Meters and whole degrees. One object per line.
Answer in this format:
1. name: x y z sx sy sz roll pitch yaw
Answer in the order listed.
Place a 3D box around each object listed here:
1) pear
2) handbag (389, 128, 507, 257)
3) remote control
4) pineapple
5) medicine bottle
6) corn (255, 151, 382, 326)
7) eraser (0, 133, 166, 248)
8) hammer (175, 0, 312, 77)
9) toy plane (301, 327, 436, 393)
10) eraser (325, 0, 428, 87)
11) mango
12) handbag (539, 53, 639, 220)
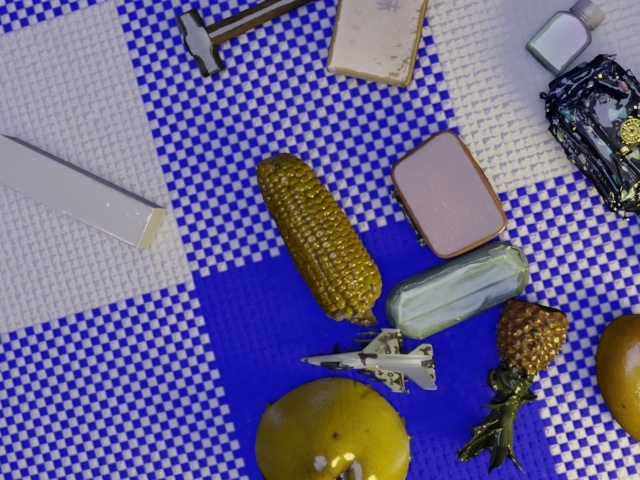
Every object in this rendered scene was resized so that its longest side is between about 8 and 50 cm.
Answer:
1. pear: 0.014 0.343 1.653 0.266 0.178 0.267 0 87 6
2. handbag: 0.202 -0.069 1.672 0.151 0.072 0.193 -32 89 6
3. remote control: 0.222 0.082 1.683 0.247 0.052 0.104 -25 93 5
4. pineapple: 0.305 0.233 1.634 0.119 0.130 0.277 17 94 2
5. medicine bottle: 0.393 -0.329 1.649 0.074 0.055 0.118 44 97 5
6. corn: 0.000 0.000 1.673 0.119 0.119 0.322 -31 88 6
7. eraser: -0.414 -0.082 1.739 0.298 0.078 0.076 25 94 6
8. hammer: -0.055 -0.391 1.705 0.365 0.043 0.111 -24 99 4
9. toy plane: 0.088 0.190 1.681 0.234 0.082 0.160 10 136 22
10. eraser: 0.109 -0.424 1.640 0.144 0.078 0.343 11 104 4
11. mango: 0.509 0.225 1.632 0.136 0.099 0.228 -18 98 0
12. handbag: 0.465 -0.162 1.618 0.162 0.113 0.260 -38 94 13
